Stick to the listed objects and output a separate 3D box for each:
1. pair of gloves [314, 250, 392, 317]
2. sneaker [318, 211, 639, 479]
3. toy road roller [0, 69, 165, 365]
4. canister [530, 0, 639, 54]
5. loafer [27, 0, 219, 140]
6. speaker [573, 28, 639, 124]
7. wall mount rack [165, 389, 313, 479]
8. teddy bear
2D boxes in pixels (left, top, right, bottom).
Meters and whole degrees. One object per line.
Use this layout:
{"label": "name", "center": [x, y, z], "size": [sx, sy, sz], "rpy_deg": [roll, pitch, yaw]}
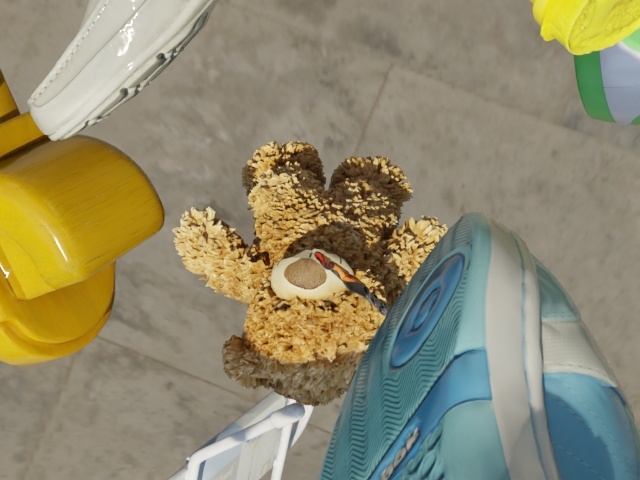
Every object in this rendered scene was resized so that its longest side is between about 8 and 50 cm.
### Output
{"label": "pair of gloves", "center": [0.033, 0.039, 0.881], "size": [0.083, 0.074, 0.010], "rpy_deg": [39, 92, 29]}
{"label": "sneaker", "center": [0.111, 0.124, 0.447], "size": [0.208, 0.319, 0.127], "rpy_deg": [27, 119, -12]}
{"label": "toy road roller", "center": [-0.287, -0.050, 1.108], "size": [0.240, 0.202, 0.330], "rpy_deg": [-17, 103, 33]}
{"label": "canister", "center": [0.097, -0.186, 0.565], "size": [0.073, 0.126, 0.170], "rpy_deg": [-19, 60, -41]}
{"label": "loafer", "center": [-0.120, -0.211, 0.954], "size": [0.111, 0.112, 0.319], "rpy_deg": [42, 102, -5]}
{"label": "speaker", "center": [0.368, -0.166, 1.051], "size": [0.296, 0.131, 0.131], "rpy_deg": [-3, 79, 25]}
{"label": "wall mount rack", "center": [-0.044, 0.226, 1.367], "size": [0.130, 0.350, 0.304], "rpy_deg": [26, 122, 21]}
{"label": "teddy bear", "center": [0.000, 0.000, 1.163], "size": [0.245, 0.338, 0.113], "rpy_deg": [25, 125, 8]}
